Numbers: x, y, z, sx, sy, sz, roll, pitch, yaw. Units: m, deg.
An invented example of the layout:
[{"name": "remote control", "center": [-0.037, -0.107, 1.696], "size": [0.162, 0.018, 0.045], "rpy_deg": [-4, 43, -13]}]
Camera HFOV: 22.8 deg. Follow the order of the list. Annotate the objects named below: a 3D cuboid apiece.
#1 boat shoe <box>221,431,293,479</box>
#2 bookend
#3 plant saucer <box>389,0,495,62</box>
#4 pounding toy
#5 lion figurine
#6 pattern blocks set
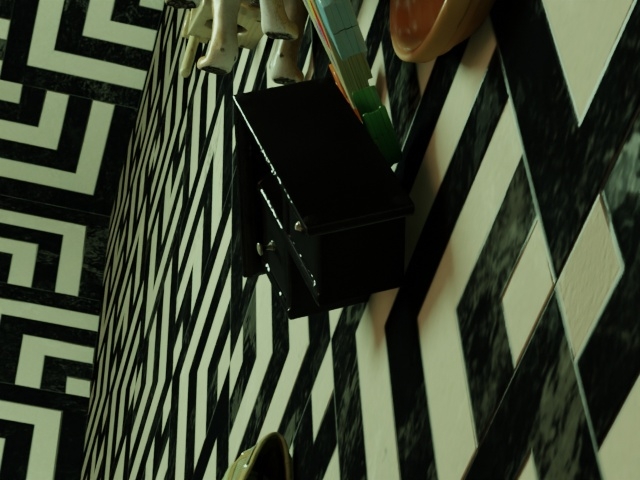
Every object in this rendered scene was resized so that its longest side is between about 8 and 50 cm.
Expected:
[{"name": "boat shoe", "center": [-0.047, 0.210, 1.188], "size": [0.072, 0.068, 0.190], "rpy_deg": [-60, 18, 25]}, {"name": "bookend", "center": [0.000, 0.000, 1.059], "size": [0.156, 0.072, 0.157], "rpy_deg": [-119, 22, -47]}, {"name": "plant saucer", "center": [0.090, -0.205, 0.984], "size": [0.200, 0.037, 0.200], "rpy_deg": [-168, 90, -78]}, {"name": "pounding toy", "center": [-0.101, -0.268, 1.845], "size": [0.206, 0.094, 0.181], "rpy_deg": [148, 133, -75]}, {"name": "lion figurine", "center": [-0.061, -0.290, 1.475], "size": [0.392, 0.142, 0.240], "rpy_deg": [124, 153, -81]}, {"name": "pattern blocks set", "center": [-0.008, -0.199, 1.132], "size": [0.285, 0.026, 0.325], "rpy_deg": [66, -178, -55]}]
